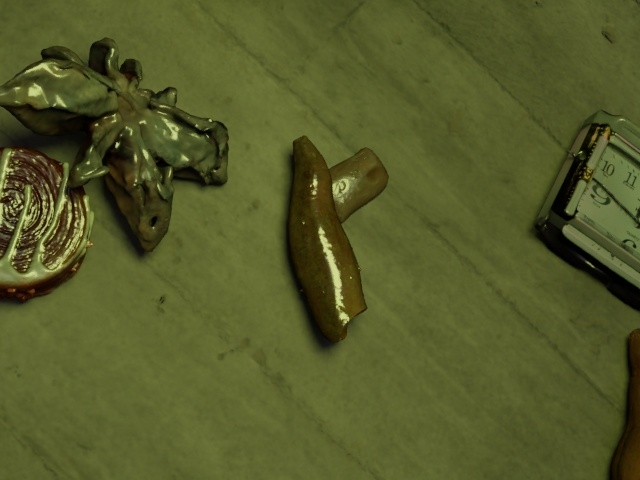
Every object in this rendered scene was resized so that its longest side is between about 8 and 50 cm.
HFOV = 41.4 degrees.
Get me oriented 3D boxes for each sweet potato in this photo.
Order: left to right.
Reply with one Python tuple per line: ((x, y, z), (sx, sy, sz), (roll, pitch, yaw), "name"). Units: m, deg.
((0.000, 0.000, 0.985), (0.077, 0.077, 0.244), (-9, 75, -19), "sweet potato")
((0.410, 0.286, 1.029), (0.112, 0.112, 0.359), (20, 55, -12), "sweet potato")

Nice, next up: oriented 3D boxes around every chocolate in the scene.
((0.043, -0.071, 1.034), (0.100, 0.031, 0.065), (-34, 93, -22), "chocolate")

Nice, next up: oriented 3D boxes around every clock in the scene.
((0.412, -0.032, 1.114), (0.253, 0.083, 0.186), (34, 70, -8), "clock")

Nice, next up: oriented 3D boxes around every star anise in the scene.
((-0.204, -0.119, 0.905), (0.257, 0.110, 0.198), (47, 43, -25), "star anise")

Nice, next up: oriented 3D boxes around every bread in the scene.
((-0.317, -0.017, 0.885), (0.160, 0.073, 0.161), (4, 77, -18), "bread")
